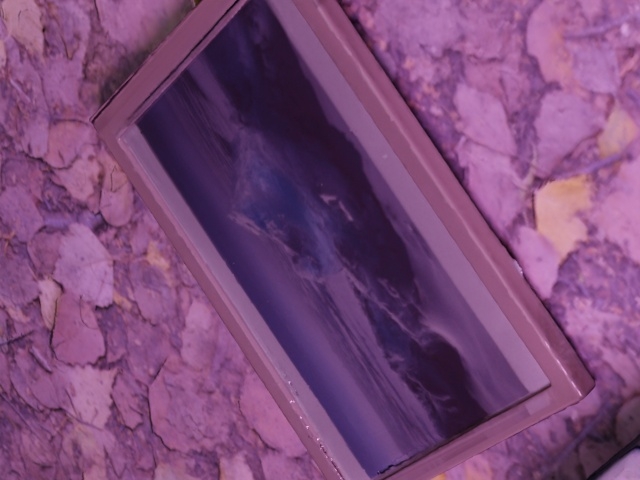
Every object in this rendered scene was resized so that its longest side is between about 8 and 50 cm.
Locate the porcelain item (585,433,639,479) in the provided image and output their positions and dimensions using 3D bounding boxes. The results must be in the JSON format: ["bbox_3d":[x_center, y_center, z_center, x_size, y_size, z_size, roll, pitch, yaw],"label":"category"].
[{"bbox_3d":[0.290,0.266,1.091,0.281,0.157,0.286,48,134,14],"label":"porcelain item"}]

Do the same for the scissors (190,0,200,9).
[{"bbox_3d":[-0.011,-0.146,1.281,0.317,0.024,0.160,50,135,14],"label":"scissors"}]

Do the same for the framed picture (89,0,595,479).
[{"bbox_3d":[0.000,0.000,1.316,0.446,0.028,0.326,56,138,4],"label":"framed picture"}]
